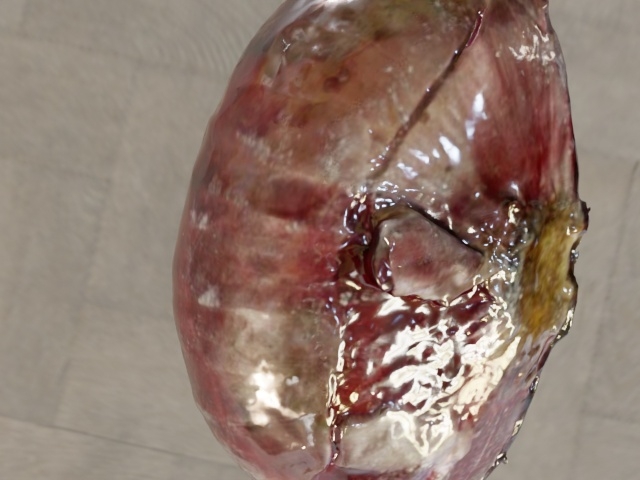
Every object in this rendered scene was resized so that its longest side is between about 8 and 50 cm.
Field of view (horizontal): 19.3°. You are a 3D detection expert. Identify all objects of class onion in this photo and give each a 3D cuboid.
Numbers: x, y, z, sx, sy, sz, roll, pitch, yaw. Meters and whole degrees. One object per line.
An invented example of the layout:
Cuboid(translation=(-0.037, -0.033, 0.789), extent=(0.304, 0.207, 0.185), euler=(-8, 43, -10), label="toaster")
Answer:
Cuboid(translation=(0.000, 0.000, 0.613), extent=(0.098, 0.151, 0.206), euler=(-12, 113, -37), label="onion")
